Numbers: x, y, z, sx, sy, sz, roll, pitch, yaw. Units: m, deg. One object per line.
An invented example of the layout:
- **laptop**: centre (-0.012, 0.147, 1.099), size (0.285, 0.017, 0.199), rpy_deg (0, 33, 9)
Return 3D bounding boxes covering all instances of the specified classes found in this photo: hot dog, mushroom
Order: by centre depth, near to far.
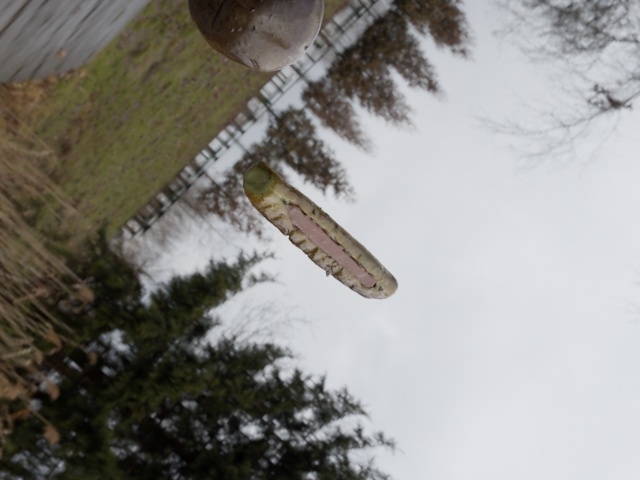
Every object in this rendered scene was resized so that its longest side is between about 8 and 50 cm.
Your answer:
- **hot dog**: centre (0.002, -0.003, 0.998), size (0.061, 0.286, 0.088), rpy_deg (-46, -147, 4)
- **mushroom**: centre (-0.103, -0.358, 1.111), size (0.138, 0.231, 0.194), rpy_deg (-19, 135, -46)
